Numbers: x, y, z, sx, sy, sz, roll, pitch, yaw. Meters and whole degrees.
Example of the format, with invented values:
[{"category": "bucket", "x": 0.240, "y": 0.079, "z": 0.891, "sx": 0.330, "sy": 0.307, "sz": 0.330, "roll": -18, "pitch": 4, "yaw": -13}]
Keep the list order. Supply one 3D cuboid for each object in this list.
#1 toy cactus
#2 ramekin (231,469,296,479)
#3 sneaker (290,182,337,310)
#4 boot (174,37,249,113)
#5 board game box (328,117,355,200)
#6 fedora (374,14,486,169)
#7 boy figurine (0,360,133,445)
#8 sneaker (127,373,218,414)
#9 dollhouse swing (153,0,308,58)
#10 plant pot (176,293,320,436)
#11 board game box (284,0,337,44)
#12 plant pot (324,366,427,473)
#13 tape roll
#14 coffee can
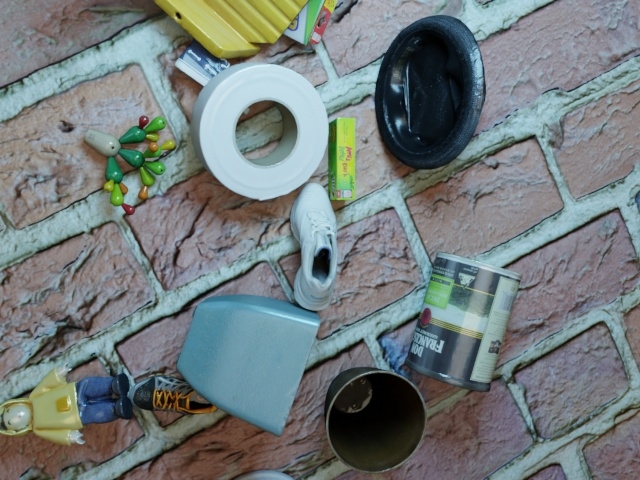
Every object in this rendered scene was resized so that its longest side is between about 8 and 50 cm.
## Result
[{"category": "toy cactus", "x": -0.421, "y": -0.181, "z": 1.374, "sx": 0.181, "sy": 0.112, "sz": 0.218, "roll": 26, "pitch": 96, "yaw": -2}, {"category": "ramekin", "x": -0.129, "y": 0.678, "z": 1.456, "sx": 0.273, "sy": 0.127, "sz": 0.272, "roll": -1, "pitch": 94, "yaw": -11}, {"category": "sneaker", "x": 0.000, "y": 0.000, "z": 1.415, "sx": 0.111, "sy": 0.129, "sz": 0.296, "roll": 1, "pitch": 66, "yaw": -15}, {"category": "boot", "x": -0.219, "y": -0.363, "z": 1.409, "sx": 0.190, "sy": 0.069, "sz": 0.086, "roll": 35, "pitch": 92, "yaw": -10}, {"category": "board game box", "x": 0.048, "y": -0.182, "z": 1.461, "sx": 0.043, "sy": 0.092, "sz": 0.181, "roll": -1, "pitch": 93, "yaw": -12}, {"category": "fedora", "x": 0.274, "y": -0.325, "z": 1.443, "sx": 0.153, "sy": 0.334, "sz": 0.333, "roll": -5, "pitch": 95, "yaw": -41}, {"category": "boy figurine", "x": -0.551, "y": 0.348, "z": 1.364, "sx": 0.286, "sy": 0.092, "sz": 0.177, "roll": -8, "pitch": 78, "yaw": -2}, {"category": "sneaker", "x": -0.319, "y": 0.346, "z": 1.424, "sx": 0.215, "sy": 0.083, "sz": 0.084, "roll": 1, "pitch": 95, "yaw": -10}, {"category": "dollhouse swing", "x": -0.199, "y": -0.509, "z": 1.208, "sx": 0.315, "sy": 0.305, "sz": 0.347, "roll": 42, "pitch": 130, "yaw": -10}, {"category": "plant pot", "x": -0.161, "y": 0.233, "z": 1.376, "sx": 0.253, "sy": 0.248, "sz": 0.246, "roll": 20, "pitch": 89, "yaw": -3}, {"category": "board game box", "x": -0.101, "y": -0.527, "z": 1.387, "sx": 0.260, "sy": 0.124, "sz": 0.039, "roll": 25, "pitch": 43, "yaw": -5}, {"category": "plant pot", "x": 0.095, "y": 0.370, "z": 1.431, "sx": 0.216, "sy": 0.230, "sz": 0.215, "roll": 0, "pitch": 92, "yaw": -11}, {"category": "tape roll", "x": -0.130, "y": -0.235, "z": 1.379, "sx": 0.287, "sy": 0.100, "sz": 0.285, "roll": -8, "pitch": 110, "yaw": -22}, {"category": "coffee can", "x": 0.329, "y": 0.183, "z": 1.482, "sx": 0.202, "sy": 0.201, "sz": 0.275, "roll": 17, "pitch": 89, "yaw": -12}]
